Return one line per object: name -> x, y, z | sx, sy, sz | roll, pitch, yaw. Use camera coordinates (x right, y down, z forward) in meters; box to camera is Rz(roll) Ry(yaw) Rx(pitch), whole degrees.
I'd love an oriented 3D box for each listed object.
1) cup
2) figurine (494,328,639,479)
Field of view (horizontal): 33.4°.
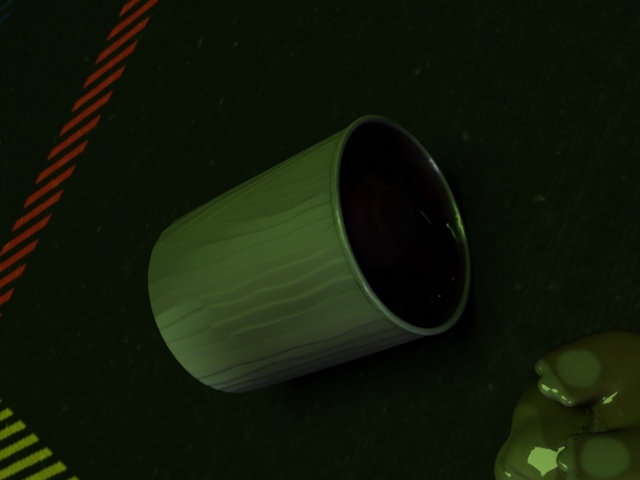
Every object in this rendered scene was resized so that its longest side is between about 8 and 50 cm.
cup -> -0.013, -0.005, 1.074 | 0.273, 0.208, 0.288 | -25, 57, 35
figurine -> 0.256, 0.150, 0.793 | 0.247, 0.173, 0.177 | -28, 51, -9
